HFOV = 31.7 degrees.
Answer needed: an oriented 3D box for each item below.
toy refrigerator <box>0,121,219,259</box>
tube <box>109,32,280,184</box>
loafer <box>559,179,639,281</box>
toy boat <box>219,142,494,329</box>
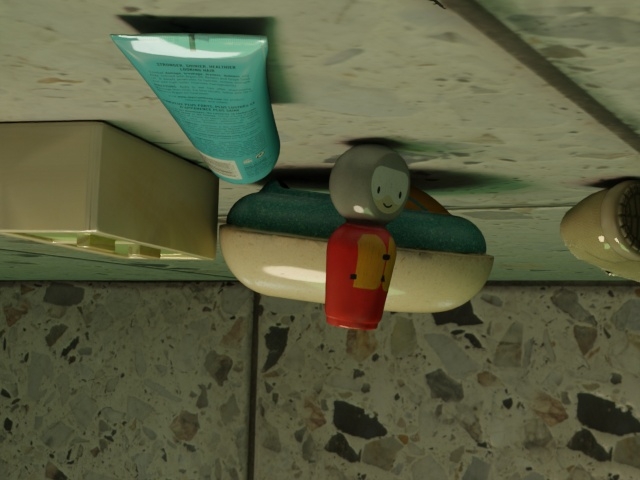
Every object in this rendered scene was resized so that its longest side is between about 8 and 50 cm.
[{"bbox_3d":[-0.180,-0.031,0.978,0.102,0.094,0.269,1,174,14],"label":"toy refrigerator"},{"bbox_3d":[-0.060,-0.082,0.667,0.080,0.052,0.207,-3,169,3],"label":"tube"},{"bbox_3d":[0.337,-0.003,1.141,0.092,0.102,0.268,-2,165,45],"label":"loafer"},{"bbox_3d":[0.037,-0.009,1.033,0.267,0.148,0.318,7,-178,-1],"label":"toy boat"}]
